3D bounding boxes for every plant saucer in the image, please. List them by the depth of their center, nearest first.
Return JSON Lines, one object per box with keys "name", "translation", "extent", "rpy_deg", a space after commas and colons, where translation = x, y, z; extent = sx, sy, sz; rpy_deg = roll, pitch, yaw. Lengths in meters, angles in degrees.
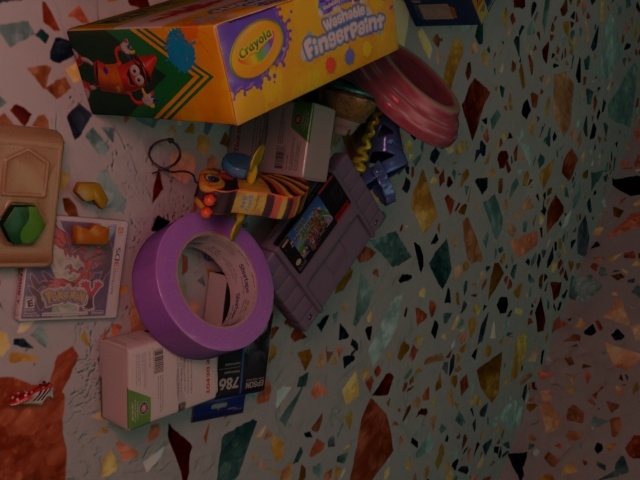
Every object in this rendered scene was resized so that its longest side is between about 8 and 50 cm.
{"name": "plant saucer", "translation": [0.214, -0.365, 1.906], "extent": [0.332, 0.332, 0.084], "rpy_deg": [2, 139, -51]}

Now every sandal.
{"name": "sandal", "translation": [0.156, -0.210, 1.977], "extent": [0.126, 0.138, 0.317], "rpy_deg": [75, 36, -81]}

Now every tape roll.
{"name": "tape roll", "translation": [-0.222, 0.087, 1.544], "extent": [0.274, 0.090, 0.275], "rpy_deg": [21, 58, -39]}

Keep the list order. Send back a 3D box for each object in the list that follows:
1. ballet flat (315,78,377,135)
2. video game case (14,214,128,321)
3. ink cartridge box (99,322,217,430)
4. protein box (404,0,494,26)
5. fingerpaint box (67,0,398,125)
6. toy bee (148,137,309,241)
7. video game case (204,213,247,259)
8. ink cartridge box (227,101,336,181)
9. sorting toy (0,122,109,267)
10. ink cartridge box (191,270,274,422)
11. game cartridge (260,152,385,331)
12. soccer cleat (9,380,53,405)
{"name": "ballet flat", "translation": [0.048, -0.286, 1.742], "extent": [0.123, 0.348, 0.123], "rpy_deg": [-1, 106, -5]}
{"name": "video game case", "translation": [-0.435, 0.049, 1.411], "extent": [0.201, 0.023, 0.184], "rpy_deg": [4, 95, -51]}
{"name": "ink cartridge box", "translation": [-0.311, 0.253, 1.556], "extent": [0.219, 0.092, 0.160], "rpy_deg": [-11, 107, -50]}
{"name": "protein box", "translation": [0.321, -0.669, 2.044], "extent": [0.136, 0.201, 0.200], "rpy_deg": [-60, 138, -23]}
{"name": "fingerpaint box", "translation": [-0.140, -0.351, 1.410], "extent": [0.445, 0.371, 0.163], "rpy_deg": [-35, 124, -42]}
{"name": "toy bee", "translation": [-0.170, -0.080, 1.483], "extent": [0.162, 0.298, 0.195], "rpy_deg": [-94, 179, -57]}
{"name": "video game case", "translation": [-0.200, -0.049, 1.689], "extent": [0.119, 0.015, 0.166], "rpy_deg": [-14, 109, -49]}
{"name": "ink cartridge box", "translation": [-0.084, -0.207, 1.644], "extent": [0.087, 0.208, 0.153], "rpy_deg": [3, 97, -55]}
{"name": "sorting toy", "translation": [-0.475, -0.069, 1.289], "extent": [0.307, 0.041, 0.229], "rpy_deg": [1, 97, -43]}
{"name": "ink cartridge box", "translation": [-0.184, 0.233, 1.737], "extent": [0.165, 0.065, 0.333], "rpy_deg": [1, 99, -52]}
{"name": "game cartridge", "translation": [0.000, 0.000, 1.798], "extent": [0.355, 0.068, 0.230], "rpy_deg": [-54, 137, -23]}
{"name": "soccer cleat", "translation": [-0.498, 0.273, 1.382], "extent": [0.083, 0.029, 0.036], "rpy_deg": [-25, 113, -51]}
